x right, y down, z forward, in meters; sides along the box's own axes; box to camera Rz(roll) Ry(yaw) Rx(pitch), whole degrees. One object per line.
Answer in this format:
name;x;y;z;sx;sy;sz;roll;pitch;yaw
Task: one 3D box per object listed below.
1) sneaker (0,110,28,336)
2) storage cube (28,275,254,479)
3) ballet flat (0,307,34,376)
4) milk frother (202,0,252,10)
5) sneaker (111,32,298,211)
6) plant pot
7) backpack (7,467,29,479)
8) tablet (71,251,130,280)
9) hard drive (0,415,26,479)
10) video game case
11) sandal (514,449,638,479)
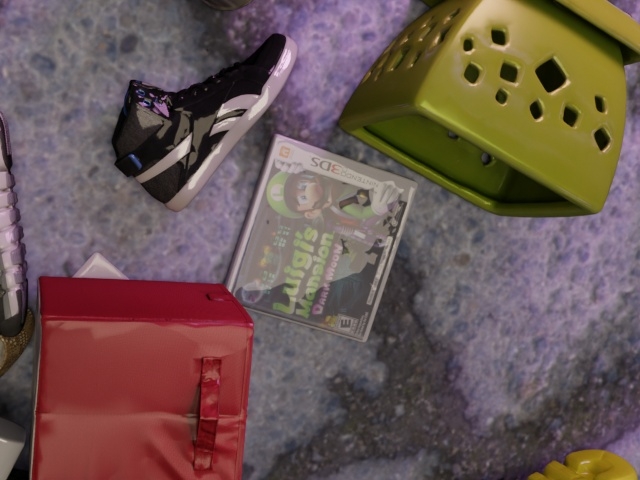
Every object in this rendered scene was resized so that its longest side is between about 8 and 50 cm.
sneaker;-0.361;-0.013;1.094;0.132;0.086;0.228;-7;90;-10
storage cube;-0.181;0.141;1.092;0.193;0.215;0.183;3;99;-14
ballet flat;-0.370;0.137;1.113;0.206;0.067;0.073;-39;106;-8
milk frother;-0.115;-0.314;1.084;0.129;0.135;0.143;27;94;13
sneaker;-0.127;-0.146;1.135;0.121;0.079;0.217;37;88;-19
plant pot;0.184;-0.164;1.155;0.228;0.227;0.207;27;83;-17
backpack;-0.247;0.442;1.074;0.273;0.290;0.355;47;61;-45
tablet;-0.242;0.059;1.171;0.054;0.006;0.083;44;85;-17
hard drive;-0.466;0.289;1.079;0.233;0.047;0.353;25;104;-18
video game case;0.000;0.000;1.224;0.173;0.022;0.190;17;93;-17
sandal;0.225;0.348;1.291;0.317;0.126;0.138;-10;105;-13
